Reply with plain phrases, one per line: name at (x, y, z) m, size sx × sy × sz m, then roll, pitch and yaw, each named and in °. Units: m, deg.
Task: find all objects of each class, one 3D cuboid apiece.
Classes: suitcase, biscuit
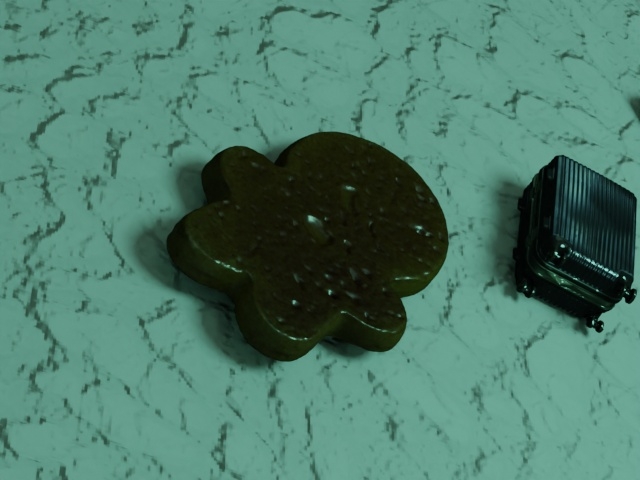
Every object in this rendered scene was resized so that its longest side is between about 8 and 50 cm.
suitcase at (0.193, -0.001, 1.431) m, size 0.086 × 0.059 × 0.126 m, roll 28°, pitch 43°, yaw -15°
biscuit at (0.000, 0.000, 1.309) m, size 0.180 × 0.039 × 0.236 m, roll 47°, pitch 41°, yaw 12°
